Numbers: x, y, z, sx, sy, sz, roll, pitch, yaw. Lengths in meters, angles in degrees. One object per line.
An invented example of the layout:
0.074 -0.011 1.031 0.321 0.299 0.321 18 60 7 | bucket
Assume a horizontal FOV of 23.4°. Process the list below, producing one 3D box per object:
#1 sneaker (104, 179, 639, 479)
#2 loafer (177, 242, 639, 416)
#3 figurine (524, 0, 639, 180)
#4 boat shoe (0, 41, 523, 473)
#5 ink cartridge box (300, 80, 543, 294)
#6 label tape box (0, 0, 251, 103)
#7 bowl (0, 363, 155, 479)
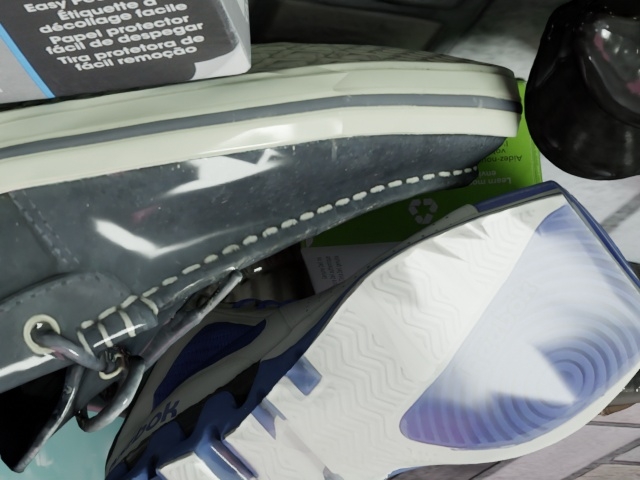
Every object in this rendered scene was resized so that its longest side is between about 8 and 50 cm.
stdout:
-0.001 0.065 0.785 0.315 0.182 0.127 -34 110 5 | sneaker
0.075 0.087 1.072 0.366 0.133 0.130 5 156 -16 | loafer
0.192 -0.049 0.609 0.215 0.092 0.209 16 -176 5 | figurine
-0.133 0.010 0.678 0.500 0.156 0.187 -17 -165 -24 | boat shoe
0.000 0.000 0.904 0.255 0.097 0.189 -5 157 5 | ink cartridge box
-0.174 -0.158 0.494 0.241 0.106 0.333 -6 157 8 | label tape box
-0.221 0.066 0.955 0.312 0.163 0.311 -1 158 -1 | bowl
